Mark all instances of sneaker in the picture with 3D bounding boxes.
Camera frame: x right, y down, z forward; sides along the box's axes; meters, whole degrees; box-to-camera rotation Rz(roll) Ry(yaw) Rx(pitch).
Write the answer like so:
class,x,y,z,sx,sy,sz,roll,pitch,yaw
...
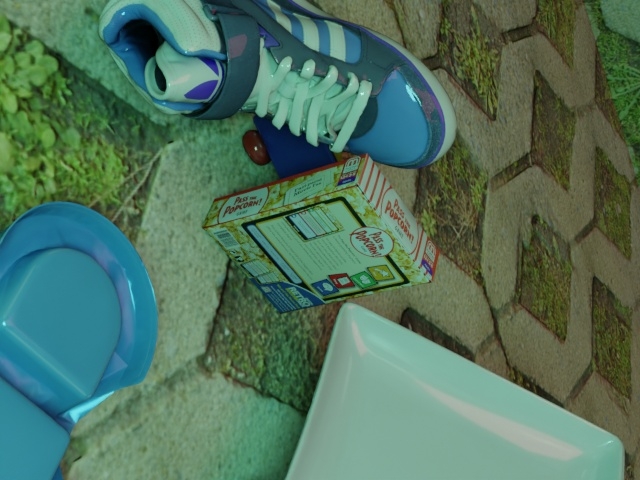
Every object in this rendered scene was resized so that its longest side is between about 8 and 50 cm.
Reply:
class,x,y,z,sx,sy,sz,roll,pitch,yaw
sneaker,-0.049,-0.137,0.880,0.323,0.130,0.236,37,38,7

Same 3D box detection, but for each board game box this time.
class,x,y,z,sx,sy,sz,roll,pitch,yaw
board game box,0.000,0.000,0.970,0.147,0.193,0.045,51,41,-33

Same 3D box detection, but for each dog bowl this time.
class,x,y,z,sx,sy,sz,roll,pitch,yaw
dog bowl,-0.228,0.107,0.708,0.166,0.074,0.297,51,42,-33

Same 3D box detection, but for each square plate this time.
class,x,y,z,sx,sy,sz,roll,pitch,yaw
square plate,0.126,0.263,0.917,0.347,0.049,0.344,27,47,-6

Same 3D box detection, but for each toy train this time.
class,x,y,z,sx,sy,sz,roll,pitch,yaw
toy train,-0.019,-0.116,1.091,0.248,0.105,0.143,65,13,18
